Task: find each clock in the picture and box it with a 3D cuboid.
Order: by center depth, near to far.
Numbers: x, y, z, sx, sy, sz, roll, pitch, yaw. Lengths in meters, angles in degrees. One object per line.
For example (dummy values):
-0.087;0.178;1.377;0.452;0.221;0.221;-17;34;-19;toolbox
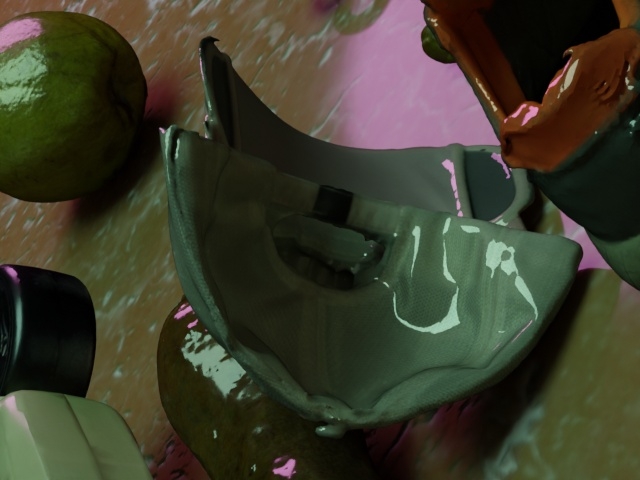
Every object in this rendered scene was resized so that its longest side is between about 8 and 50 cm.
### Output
-0.152;0.201;1.004;0.276;0.120;0.379;-68;28;16;clock

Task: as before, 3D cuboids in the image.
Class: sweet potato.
-0.009;0.119;0.941;0.097;0.097;0.292;-51;38;12;sweet potato

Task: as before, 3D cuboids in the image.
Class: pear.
-0.207;-0.103;1.444;0.162;0.149;0.149;-11;51;41;pear

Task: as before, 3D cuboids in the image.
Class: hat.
0.000;0.000;0.962;0.226;0.219;0.164;-153;82;-76;hat

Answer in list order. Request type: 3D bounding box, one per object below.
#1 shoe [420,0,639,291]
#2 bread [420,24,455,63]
0.110;-0.127;0.916;0.132;0.171;0.336;-43;31;27;shoe
0.092;-0.143;1.113;0.088;0.033;0.049;-57;13;-8;bread
